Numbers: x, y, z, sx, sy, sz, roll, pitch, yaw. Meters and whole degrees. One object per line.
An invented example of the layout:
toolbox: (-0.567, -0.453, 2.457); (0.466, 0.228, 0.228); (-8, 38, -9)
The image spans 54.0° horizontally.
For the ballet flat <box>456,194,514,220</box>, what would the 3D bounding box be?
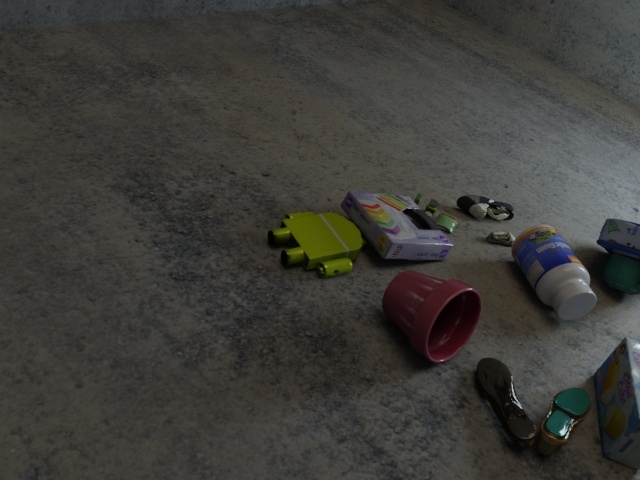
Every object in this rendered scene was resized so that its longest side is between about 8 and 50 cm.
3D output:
ballet flat: (0.548, -0.102, 2.067); (0.203, 0.074, 0.074); (9, 38, -15)

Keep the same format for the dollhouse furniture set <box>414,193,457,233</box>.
dollhouse furniture set: (0.364, -0.089, 1.982); (0.151, 0.059, 0.076); (25, 38, 10)

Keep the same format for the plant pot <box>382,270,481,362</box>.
plant pot: (0.256, 0.167, 1.520); (0.201, 0.201, 0.180); (-17, 33, -38)

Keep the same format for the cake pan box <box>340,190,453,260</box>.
cake pan box: (0.226, -0.042, 1.827); (0.266, 0.070, 0.246); (3, 39, -37)

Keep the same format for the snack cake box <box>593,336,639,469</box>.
snack cake box: (0.725, 0.373, 1.465); (0.089, 0.152, 0.264); (21, 37, 5)

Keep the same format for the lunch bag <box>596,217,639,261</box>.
lunch bag: (0.994, 0.019, 1.959); (0.243, 0.115, 0.303); (20, 2, 33)

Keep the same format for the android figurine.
android figurine: (0.000, 0.000, 1.722); (0.272, 0.056, 0.248); (-11, 45, -32)

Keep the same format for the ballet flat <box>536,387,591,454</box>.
ballet flat: (0.542, 0.406, 1.418); (0.080, 0.073, 0.232); (31, 32, 31)

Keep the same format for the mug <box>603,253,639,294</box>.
mug: (0.927, 0.107, 1.898); (0.129, 0.097, 0.157); (23, 3, 17)

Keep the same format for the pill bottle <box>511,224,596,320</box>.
pill bottle: (0.671, 0.092, 1.800); (0.152, 0.152, 0.272); (4, 38, -18)

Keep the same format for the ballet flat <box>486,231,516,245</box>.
ballet flat: (0.582, -0.008, 1.984); (0.114, 0.041, 0.041); (6, 38, -15)

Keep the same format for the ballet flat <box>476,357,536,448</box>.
ballet flat: (0.421, 0.369, 1.435); (0.084, 0.058, 0.250); (-13, 36, -4)
